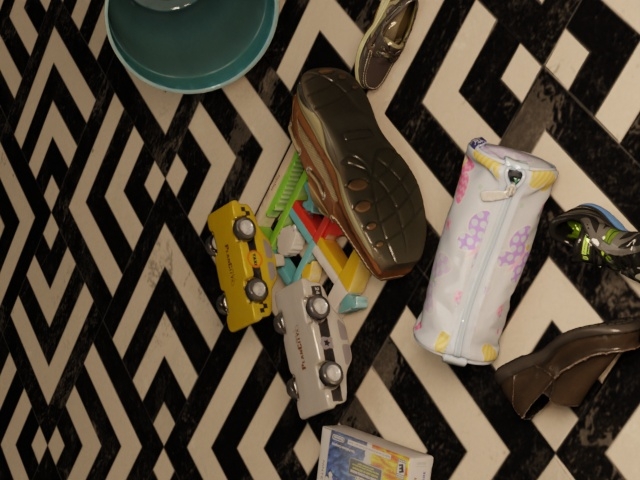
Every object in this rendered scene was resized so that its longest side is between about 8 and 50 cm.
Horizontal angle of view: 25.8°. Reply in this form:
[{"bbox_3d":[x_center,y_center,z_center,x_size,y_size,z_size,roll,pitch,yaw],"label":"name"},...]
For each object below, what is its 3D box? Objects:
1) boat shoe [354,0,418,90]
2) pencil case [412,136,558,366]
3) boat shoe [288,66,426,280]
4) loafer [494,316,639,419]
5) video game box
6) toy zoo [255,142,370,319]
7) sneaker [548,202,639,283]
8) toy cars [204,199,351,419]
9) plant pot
[{"bbox_3d":[0.092,-0.277,1.937,0.049,0.056,0.152,44,121,53],"label":"boat shoe"},{"bbox_3d":[0.200,0.015,1.700,0.124,0.113,0.273,-116,40,-68],"label":"pencil case"},{"bbox_3d":[0.044,-0.084,1.929,0.120,0.122,0.324,-54,49,49],"label":"boat shoe"},{"bbox_3d":[0.292,0.149,1.600,0.220,0.080,0.078,-37,66,52],"label":"loafer"},{"bbox_3d":[0.065,0.364,1.908,0.205,0.048,0.187,9,96,55],"label":"video game box"},{"bbox_3d":[0.000,0.000,2.054,0.293,0.030,0.192,56,129,41],"label":"toy zoo"},{"bbox_3d":[0.323,0.013,1.551,0.188,0.078,0.067,36,134,53],"label":"sneaker"},{"bbox_3d":[-0.050,0.093,2.022,0.394,0.087,0.176,47,129,42],"label":"toy cars"},{"bbox_3d":[-0.225,-0.408,2.244,0.255,0.271,0.272,-118,44,-58],"label":"plant pot"}]
